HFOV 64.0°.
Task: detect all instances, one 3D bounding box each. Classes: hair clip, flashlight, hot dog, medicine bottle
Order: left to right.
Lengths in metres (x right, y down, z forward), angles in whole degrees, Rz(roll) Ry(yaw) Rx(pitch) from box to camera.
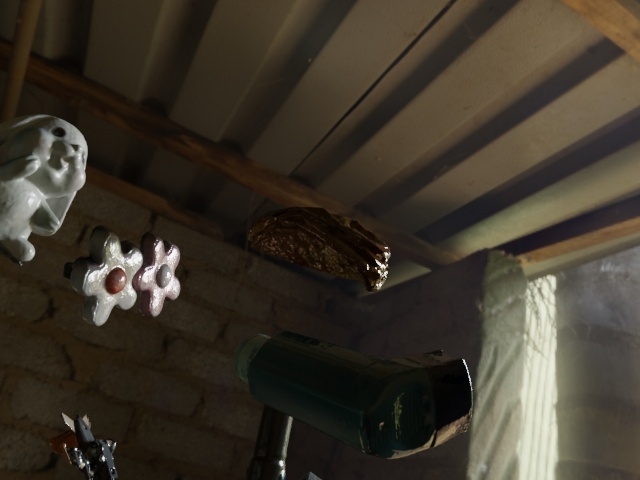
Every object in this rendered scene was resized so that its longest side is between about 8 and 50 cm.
[{"bbox_3d":[-0.300,0.055,0.805,0.075,0.146,0.257,-1,-5,23],"label":"hair clip"},{"bbox_3d":[-0.109,0.474,1.131,0.103,0.423,0.103,10,-25,5],"label":"flashlight"},{"bbox_3d":[0.003,-0.002,0.917,0.259,0.114,0.175,20,7,11],"label":"hot dog"},{"bbox_3d":[0.016,0.146,0.529,0.124,0.079,0.258,-14,12,-42],"label":"medicine bottle"}]

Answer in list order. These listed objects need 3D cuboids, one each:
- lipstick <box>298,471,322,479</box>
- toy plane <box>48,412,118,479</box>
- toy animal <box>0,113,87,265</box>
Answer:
[{"bbox_3d":[0.091,0.685,1.188,0.371,0.079,0.076,38,-65,-7],"label":"lipstick"},{"bbox_3d":[-0.293,0.314,0.684,0.188,0.062,0.135,47,-12,18],"label":"toy plane"},{"bbox_3d":[-0.585,-0.108,1.007,0.174,0.289,0.249,18,-53,35],"label":"toy animal"}]
